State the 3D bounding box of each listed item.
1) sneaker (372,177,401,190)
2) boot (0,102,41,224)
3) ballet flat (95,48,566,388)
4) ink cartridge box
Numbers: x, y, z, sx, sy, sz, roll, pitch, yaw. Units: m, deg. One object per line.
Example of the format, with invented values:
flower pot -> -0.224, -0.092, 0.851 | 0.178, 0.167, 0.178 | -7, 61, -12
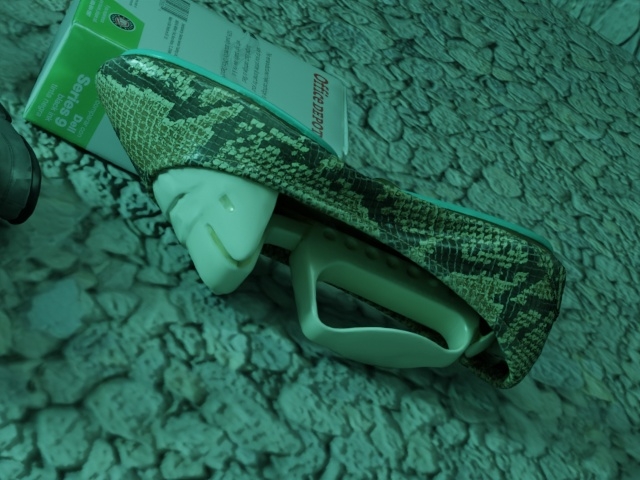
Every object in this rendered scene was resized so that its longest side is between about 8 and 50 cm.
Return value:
sneaker -> 0.034, -0.025, 1.928 | 0.086, 0.064, 0.192 | 31, 24, -15
boot -> -0.310, -0.059, 1.500 | 0.222, 0.118, 0.338 | 22, 27, -35
ballet flat -> 0.000, 0.000, 1.725 | 0.482, 0.164, 0.182 | 26, 61, -13
ink cartridge box -> -0.126, -0.138, 1.884 | 0.289, 0.121, 0.211 | 27, 23, -11
